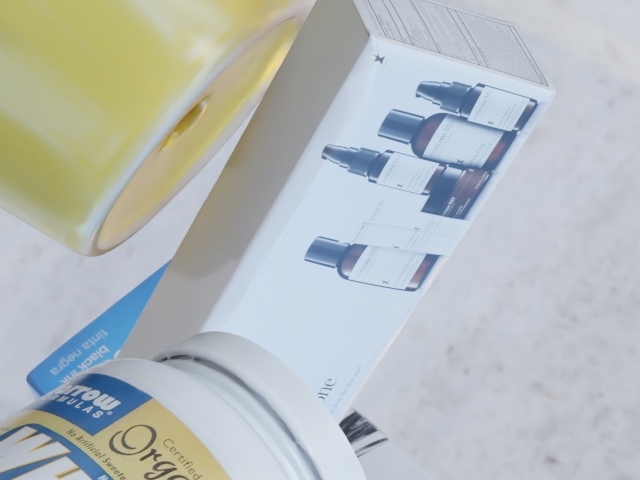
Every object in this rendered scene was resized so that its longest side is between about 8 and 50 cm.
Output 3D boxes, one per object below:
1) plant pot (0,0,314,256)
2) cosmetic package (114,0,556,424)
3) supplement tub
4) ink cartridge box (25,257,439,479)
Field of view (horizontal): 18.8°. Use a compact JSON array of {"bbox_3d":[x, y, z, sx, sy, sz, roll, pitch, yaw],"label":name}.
[{"bbox_3d":[-0.144,-0.127,0.911,0.254,0.239,0.254,-48,176,-4],"label":"plant pot"},{"bbox_3d":[0.000,0.000,0.872,0.239,0.099,0.060,-59,-148,30],"label":"cosmetic package"},{"bbox_3d":[-0.090,0.133,0.719,0.200,0.144,0.144,-32,178,-34],"label":"supplement tub"},{"bbox_3d":[-0.019,0.242,1.471,0.166,0.395,0.285,-39,147,-20],"label":"ink cartridge box"}]
